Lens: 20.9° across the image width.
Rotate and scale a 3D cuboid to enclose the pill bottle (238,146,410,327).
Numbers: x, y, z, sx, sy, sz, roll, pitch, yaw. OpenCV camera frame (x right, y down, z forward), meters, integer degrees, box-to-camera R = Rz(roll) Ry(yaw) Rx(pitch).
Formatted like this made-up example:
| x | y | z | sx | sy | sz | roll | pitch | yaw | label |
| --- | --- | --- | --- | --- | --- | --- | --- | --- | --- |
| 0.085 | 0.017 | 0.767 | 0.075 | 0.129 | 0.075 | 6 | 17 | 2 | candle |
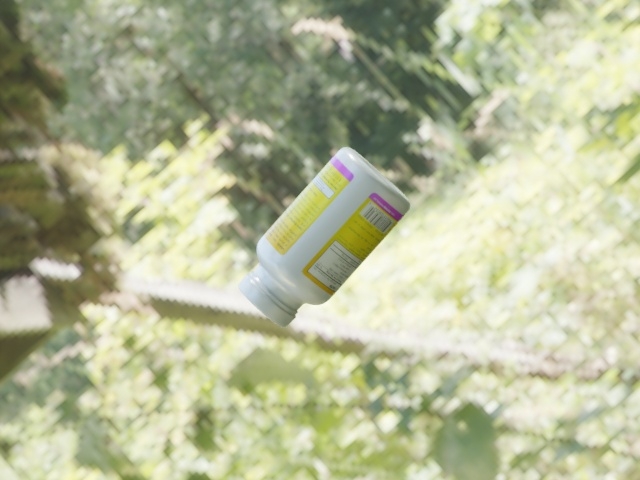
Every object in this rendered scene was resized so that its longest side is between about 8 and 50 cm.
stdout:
| x | y | z | sx | sy | sz | roll | pitch | yaw | label |
| --- | --- | --- | --- | --- | --- | --- | --- | --- | --- |
| 0.000 | 0.000 | 0.805 | 0.083 | 0.043 | 0.043 | -48 | -5 | 5 | pill bottle |
